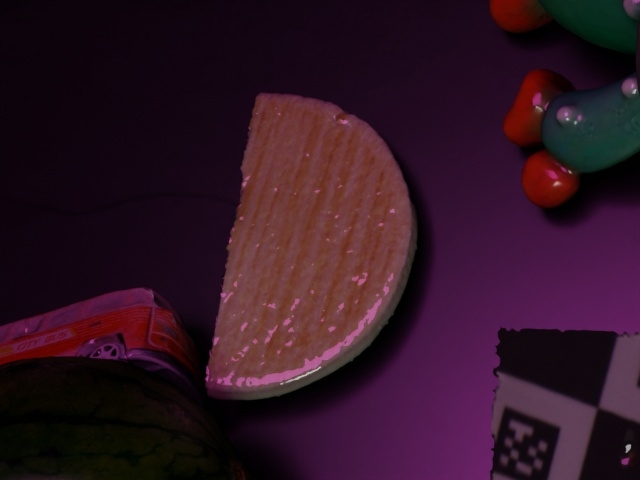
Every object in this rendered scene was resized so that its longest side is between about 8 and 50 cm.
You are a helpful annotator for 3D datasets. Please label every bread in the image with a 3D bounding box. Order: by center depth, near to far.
[{"bbox_3d":[0.003,0.003,0.827,0.112,0.036,0.193,1,68,18],"label":"bread"}]

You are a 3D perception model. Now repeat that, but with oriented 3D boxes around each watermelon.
[{"bbox_3d":[-0.146,0.169,0.746,0.232,0.127,0.204,-10,99,13],"label":"watermelon"}]

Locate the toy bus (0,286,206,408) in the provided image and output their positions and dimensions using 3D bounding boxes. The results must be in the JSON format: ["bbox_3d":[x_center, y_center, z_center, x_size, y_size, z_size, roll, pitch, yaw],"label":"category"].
[{"bbox_3d":[-0.150,0.082,0.836,0.174,0.079,0.077,-18,42,16],"label":"toy bus"}]

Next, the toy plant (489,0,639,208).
[{"bbox_3d":[0.217,-0.128,0.683,0.185,0.279,0.400,-16,32,-18],"label":"toy plant"}]

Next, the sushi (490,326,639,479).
[{"bbox_3d":[0.230,0.199,0.616,0.339,0.068,0.320,-1,87,37],"label":"sushi"}]
